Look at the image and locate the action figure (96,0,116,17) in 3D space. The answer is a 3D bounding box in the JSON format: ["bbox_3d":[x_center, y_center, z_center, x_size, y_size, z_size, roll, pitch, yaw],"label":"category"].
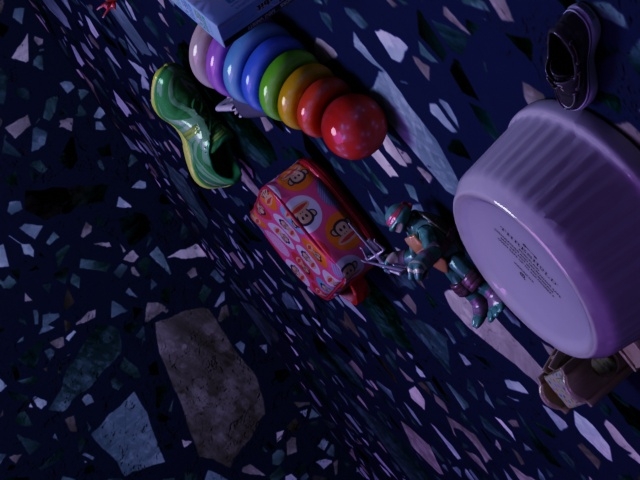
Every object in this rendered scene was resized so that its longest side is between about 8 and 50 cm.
[{"bbox_3d":[-0.381,-0.502,2.161,0.280,0.139,0.091,47,168,15],"label":"action figure"}]

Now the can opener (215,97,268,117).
[{"bbox_3d":[-0.115,-0.242,2.046,0.093,0.074,0.280,58,166,-19],"label":"can opener"}]

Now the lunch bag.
[{"bbox_3d":[0.000,0.000,2.193,0.258,0.120,0.293,52,167,1],"label":"lunch bag"}]

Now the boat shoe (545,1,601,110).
[{"bbox_3d":[0.222,-0.160,1.140,0.049,0.040,0.142,46,166,27],"label":"boat shoe"}]

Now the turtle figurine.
[{"bbox_3d":[0.150,0.024,1.737,0.234,0.118,0.175,37,-178,0],"label":"turtle figurine"}]

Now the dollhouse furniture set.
[{"bbox_3d":[0.293,0.111,1.492,0.161,0.101,0.182,51,167,7],"label":"dollhouse furniture set"}]

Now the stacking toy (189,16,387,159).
[{"bbox_3d":[-0.032,-0.214,1.754,0.330,0.141,0.141,36,160,33],"label":"stacking toy"}]

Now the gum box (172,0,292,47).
[{"bbox_3d":[-0.113,-0.341,1.579,0.184,0.157,0.041,44,164,35],"label":"gum box"}]

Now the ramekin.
[{"bbox_3d":[0.250,0.000,1.280,0.273,0.127,0.273,49,168,15],"label":"ramekin"}]

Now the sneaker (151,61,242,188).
[{"bbox_3d":[-0.234,-0.230,2.497,0.124,0.109,0.295,7,136,41],"label":"sneaker"}]
